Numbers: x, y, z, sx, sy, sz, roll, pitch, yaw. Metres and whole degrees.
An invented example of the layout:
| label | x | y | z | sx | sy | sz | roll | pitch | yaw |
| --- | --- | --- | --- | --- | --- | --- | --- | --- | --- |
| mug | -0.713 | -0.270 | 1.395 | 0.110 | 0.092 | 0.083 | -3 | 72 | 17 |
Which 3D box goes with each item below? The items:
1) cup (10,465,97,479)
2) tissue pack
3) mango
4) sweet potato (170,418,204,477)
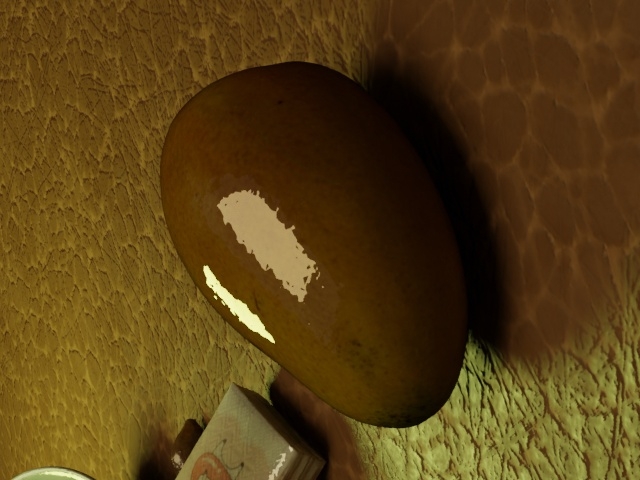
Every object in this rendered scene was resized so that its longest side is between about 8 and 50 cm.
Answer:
| label | x | y | z | sx | sy | sz | roll | pitch | yaw |
| --- | --- | --- | --- | --- | --- | --- | --- | --- | --- |
| cup | -0.359 | 0.513 | 2.054 | 0.347 | 0.163 | 0.347 | 0 | 90 | 28 |
| tissue pack | -0.132 | 0.347 | 1.571 | 0.325 | 0.071 | 0.170 | -58 | 39 | 7 |
| mango | 0.000 | 0.000 | 1.216 | 0.378 | 0.221 | 0.264 | 56 | 141 | 19 |
| sweet potato | -0.180 | 0.355 | 1.814 | 0.051 | 0.065 | 0.218 | 151 | 125 | -71 |
